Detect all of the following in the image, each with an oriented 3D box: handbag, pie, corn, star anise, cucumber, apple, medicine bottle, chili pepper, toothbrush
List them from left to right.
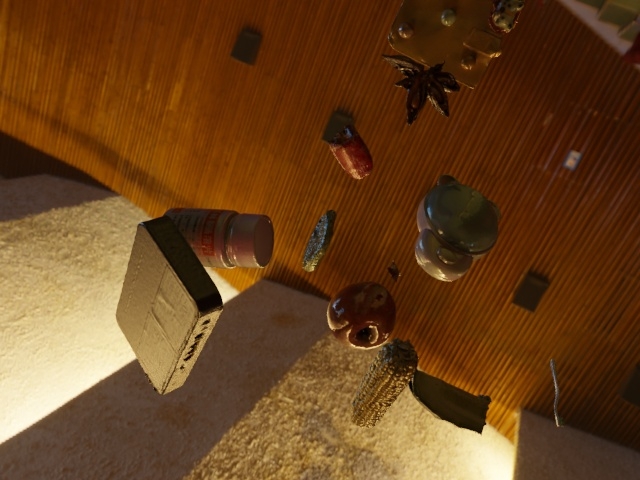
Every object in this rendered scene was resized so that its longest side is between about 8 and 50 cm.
[{"bbox_3d":[-0.382,-0.006,2.047,0.388,0.219,0.219,5,-163,17],"label":"medicine bottle"},{"bbox_3d":[0.000,0.000,1.527,0.041,0.187,0.187,23,-159,-9],"label":"pie"},{"bbox_3d":[0.076,-0.194,1.253,0.070,0.073,0.123,5,151,34],"label":"chili pepper"},{"bbox_3d":[0.149,0.258,1.990,0.253,0.253,0.253,19,-158,-8],"label":"apple"},{"bbox_3d":[0.160,0.367,1.427,0.115,0.318,0.115,14,-141,-12],"label":"corn"},{"bbox_3d":[0.235,-0.338,1.254,0.212,0.157,0.053,1,173,-25],"label":"star anise"},{"bbox_3d":[0.392,0.508,1.779,0.325,0.145,0.105,29,156,-22],"label":"cucumber"},{"bbox_3d":[0.368,-0.607,1.354,0.283,0.401,0.133,31,-153,4],"label":"handbag"},{"bbox_3d":[0.505,0.323,1.196,0.017,0.014,0.162,10,-133,2],"label":"toothbrush"}]

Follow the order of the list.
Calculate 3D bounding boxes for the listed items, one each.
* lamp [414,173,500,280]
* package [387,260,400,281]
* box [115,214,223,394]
[{"bbox_3d":[0.286,-0.028,1.166,0.179,0.108,0.246,31,-121,2],"label":"lamp"},{"bbox_3d":[0.252,0.104,1.886,0.059,0.029,0.083,58,-155,-4],"label":"package"},{"bbox_3d":[-0.296,0.133,1.048,0.058,0.350,0.211,-22,-114,-41],"label":"box"}]
